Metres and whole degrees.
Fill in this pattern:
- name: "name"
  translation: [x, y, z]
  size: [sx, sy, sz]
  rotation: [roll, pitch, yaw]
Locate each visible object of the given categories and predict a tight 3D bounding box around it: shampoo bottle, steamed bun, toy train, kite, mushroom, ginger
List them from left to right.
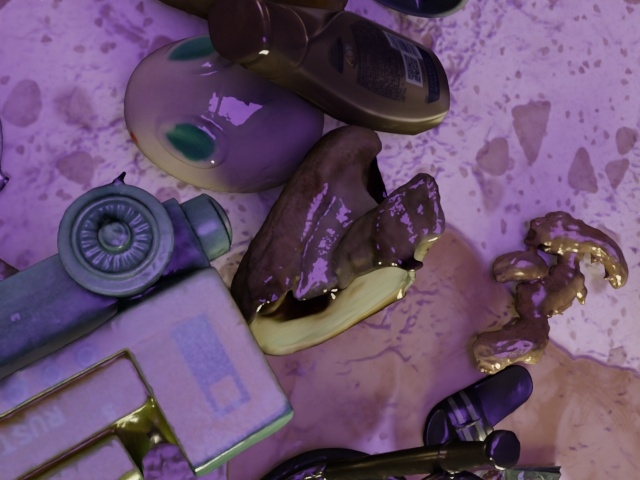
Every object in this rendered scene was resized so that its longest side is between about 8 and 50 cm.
- name: "toy train"
  translation: [-0.221, 0.120, 0.642]
  size: [0.397, 0.160, 0.253]
  rotation: [-28, 88, -17]
- name: "steamed bun"
  translation: [-0.100, -0.144, 0.886]
  size: [0.228, 0.130, 0.177]
  rotation: [9, 86, -21]
- name: "mushroom"
  translation: [-0.008, 0.004, 0.847]
  size: [0.217, 0.292, 0.212]
  rotation: [-20, 85, -9]
- name: "shampoo bottle"
  translation: [0.024, -0.191, 0.861]
  size: [0.350, 0.084, 0.126]
  rotation: [1, 75, -54]
- name: "kite"
  translation: [0.255, 0.392, 1.059]
  size: [0.250, 0.012, 0.229]
  rotation: [45, 78, -14]
- name: "ginger"
  translation: [0.285, 0.065, 1.058]
  size: [0.258, 0.065, 0.149]
  rotation: [-37, 88, -11]

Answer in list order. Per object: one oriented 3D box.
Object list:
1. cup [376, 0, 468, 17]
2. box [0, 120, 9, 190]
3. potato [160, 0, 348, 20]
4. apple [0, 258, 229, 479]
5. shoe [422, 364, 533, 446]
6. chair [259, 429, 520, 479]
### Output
- name: "cup"
  translation: [0.154, -0.451, 0.947]
  size: [0.205, 0.205, 0.312]
  rotation: [34, 77, -16]
- name: "box"
  translation: [-0.445, -0.101, 0.709]
  size: [0.291, 0.206, 0.263]
  rotation: [-8, 97, -18]
- name: "potato"
  translation: [-0.085, -0.300, 0.871]
  size: [0.271, 0.111, 0.160]
  rotation: [17, 119, -16]
- name: "apple"
  translation: [-0.271, 0.199, 0.732]
  size: [0.320, 0.311, 0.361]
  rotation: [24, 62, -51]
- name: "shoe"
  translation: [0.211, 0.221, 1.028]
  size: [0.179, 0.049, 0.071]
  rotation: [-29, 97, -18]
- name: "chair"
  translation: [0.082, 0.400, 0.785]
  size: [0.364, 0.410, 0.362]
  rotation: [44, 75, -14]
